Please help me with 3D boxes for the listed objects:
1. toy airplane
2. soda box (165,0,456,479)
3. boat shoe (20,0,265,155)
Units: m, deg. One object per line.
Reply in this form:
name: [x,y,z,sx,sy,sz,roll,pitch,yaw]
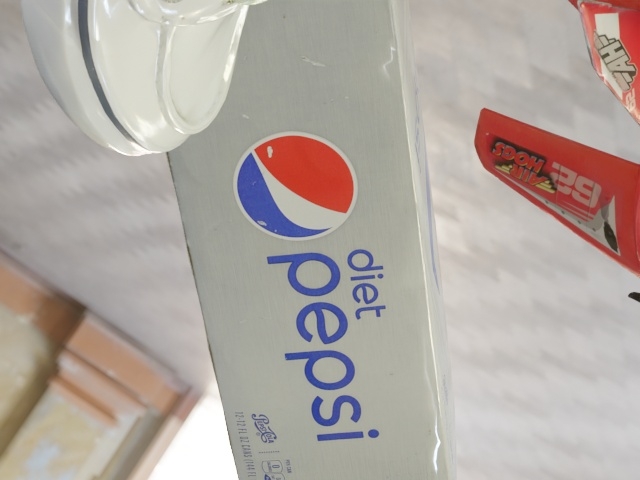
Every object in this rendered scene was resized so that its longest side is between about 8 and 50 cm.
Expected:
toy airplane: [0.092,-0.019,0.389,0.151,0.028,0.151,45,167,13]
soda box: [0.000,0.000,0.611,0.098,0.091,0.286,-5,121,7]
boat shoe: [-0.029,-0.092,0.374,0.076,0.083,0.226,24,148,12]
